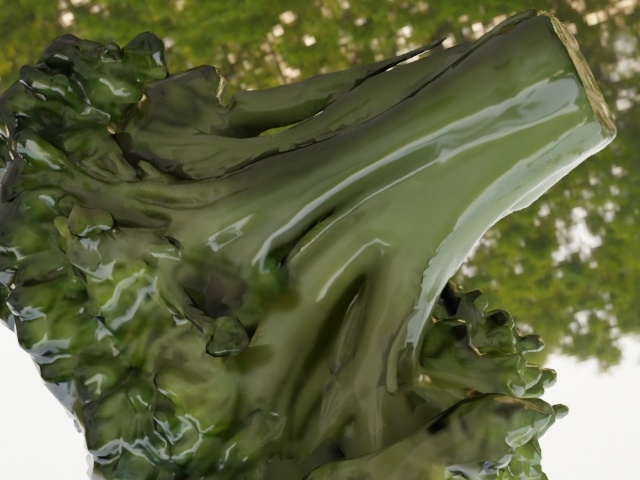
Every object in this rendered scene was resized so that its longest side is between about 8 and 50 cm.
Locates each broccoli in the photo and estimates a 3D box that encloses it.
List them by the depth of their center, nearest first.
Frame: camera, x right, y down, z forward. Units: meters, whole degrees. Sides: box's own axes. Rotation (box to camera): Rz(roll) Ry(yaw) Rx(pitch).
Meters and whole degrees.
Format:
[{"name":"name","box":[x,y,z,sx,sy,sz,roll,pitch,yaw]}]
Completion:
[{"name":"broccoli","box":[0.000,0.000,0.499,0.243,0.247,0.263,-37,-158,20]}]

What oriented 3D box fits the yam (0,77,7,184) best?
[{"name":"yam","box":[-0.248,-0.087,0.826,0.106,0.259,0.106,0,-127,0]}]
